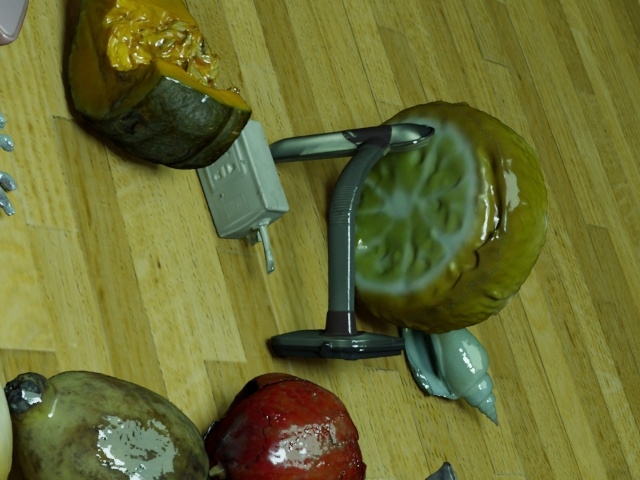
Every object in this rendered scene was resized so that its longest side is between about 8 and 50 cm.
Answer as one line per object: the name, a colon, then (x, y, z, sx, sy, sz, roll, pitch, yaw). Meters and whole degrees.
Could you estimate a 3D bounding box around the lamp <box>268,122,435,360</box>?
lamp: (-0.003, -0.004, 1.674, 0.124, 0.203, 0.283, 29, 64, -52)

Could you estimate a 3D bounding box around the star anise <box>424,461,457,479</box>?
star anise: (0.125, 0.343, 1.600, 0.209, 0.089, 0.231, 64, 36, -20)

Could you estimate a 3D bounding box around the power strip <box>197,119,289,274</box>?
power strip: (-0.077, -0.044, 1.649, 0.042, 0.075, 0.175, 4, 60, -53)

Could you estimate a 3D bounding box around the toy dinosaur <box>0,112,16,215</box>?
toy dinosaur: (-0.325, -0.113, 1.413, 0.082, 0.039, 0.209, -16, 77, -54)

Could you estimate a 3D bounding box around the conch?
conch: (0.146, 0.143, 1.818, 0.180, 0.088, 0.065, 54, -10, 3)

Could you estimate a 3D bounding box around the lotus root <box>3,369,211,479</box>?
lotus root: (-0.177, 0.174, 1.309, 0.214, 0.138, 0.138, 42, 37, -24)

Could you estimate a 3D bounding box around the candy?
candy: (0.126, -0.027, 1.742, 0.118, 0.260, 0.260, 18, 51, -50)

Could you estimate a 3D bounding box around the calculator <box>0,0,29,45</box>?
calculator: (-0.370, -0.336, 1.526, 0.220, 0.048, 0.330, 26, 44, -38)

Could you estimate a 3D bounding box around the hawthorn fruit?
hawthorn fruit: (-0.047, 0.198, 1.450, 0.172, 0.148, 0.148, -16, 78, -43)

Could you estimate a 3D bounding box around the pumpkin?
pumpkin: (-0.181, -0.170, 1.587, 0.131, 0.126, 0.248, 15, 34, -37)

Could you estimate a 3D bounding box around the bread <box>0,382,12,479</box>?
bread: (-0.360, 0.020, 0.991, 0.424, 0.245, 0.329, 62, 18, -44)
